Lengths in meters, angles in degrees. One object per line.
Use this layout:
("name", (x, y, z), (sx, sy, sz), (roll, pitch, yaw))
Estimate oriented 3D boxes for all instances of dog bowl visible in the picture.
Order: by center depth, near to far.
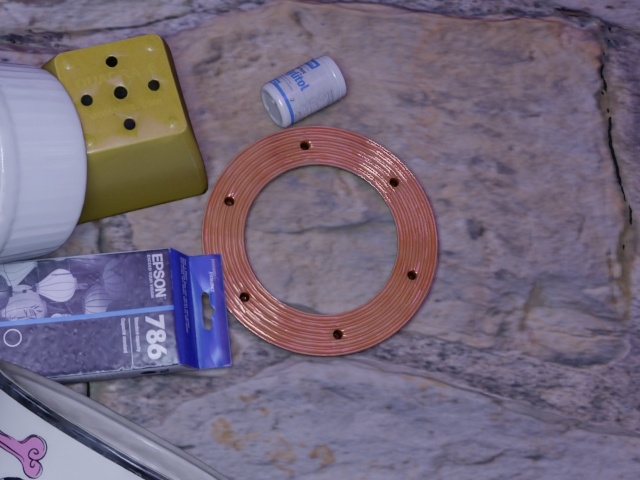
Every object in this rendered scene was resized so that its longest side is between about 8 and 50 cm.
("dog bowl", (-0.248, 0.302, 1.597), (0.408, 0.408, 0.150), (30, 85, 0))

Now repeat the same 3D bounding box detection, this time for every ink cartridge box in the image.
("ink cartridge box", (-0.288, 0.101, 1.793), (0.332, 0.065, 0.165), (-6, 76, -7))

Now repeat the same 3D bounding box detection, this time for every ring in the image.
("ring", (0.000, 0.000, 1.903), (0.336, 0.032, 0.337), (2, 74, -8))

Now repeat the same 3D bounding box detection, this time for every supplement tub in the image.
("supplement tub", (-0.025, -0.213, 1.938), (0.107, 0.071, 0.071), (-30, 81, -16))

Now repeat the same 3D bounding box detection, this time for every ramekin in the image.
("ramekin", (-0.415, -0.099, 1.729), (0.135, 0.277, 0.277), (-6, 73, -41))

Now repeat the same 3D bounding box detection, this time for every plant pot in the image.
("plant pot", (-0.271, -0.164, 1.820), (0.212, 0.187, 0.212), (-14, 78, -13))
